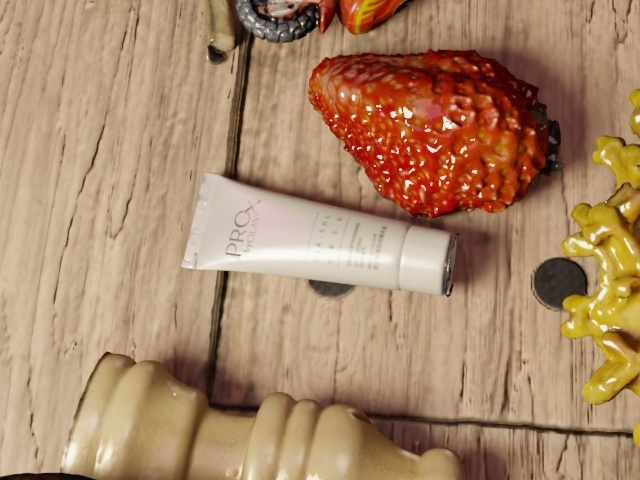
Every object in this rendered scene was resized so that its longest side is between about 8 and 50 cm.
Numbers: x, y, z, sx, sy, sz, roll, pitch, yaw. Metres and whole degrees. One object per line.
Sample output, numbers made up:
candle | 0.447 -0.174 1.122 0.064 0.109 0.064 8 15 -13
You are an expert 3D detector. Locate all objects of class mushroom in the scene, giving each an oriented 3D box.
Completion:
mushroom | -0.118 -0.262 0.992 0.060 0.061 0.187 -18 73 -7

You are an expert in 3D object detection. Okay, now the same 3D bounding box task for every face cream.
face cream | 0.000 0.000 0.888 0.244 0.058 0.092 9 76 15

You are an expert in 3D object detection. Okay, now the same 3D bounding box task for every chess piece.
chess piece | -0.039 0.187 0.798 0.307 0.124 0.138 9 41 5

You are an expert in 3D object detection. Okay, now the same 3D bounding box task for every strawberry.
strawberry | 0.098 -0.113 0.890 0.236 0.106 0.175 2 70 7

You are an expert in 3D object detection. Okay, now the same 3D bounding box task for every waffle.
waffle | 0.306 0.039 0.671 0.293 0.069 0.259 12 85 8

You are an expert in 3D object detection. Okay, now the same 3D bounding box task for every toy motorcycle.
toy motorcycle | 0.028 -0.307 0.976 0.171 0.089 0.298 15 71 9

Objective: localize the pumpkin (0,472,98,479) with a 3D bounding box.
pumpkin | -0.198 0.285 0.693 0.260 0.260 0.189 18 41 11

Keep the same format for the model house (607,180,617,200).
model house | 0.299 -0.033 0.852 0.101 0.088 0.100 28 76 14
